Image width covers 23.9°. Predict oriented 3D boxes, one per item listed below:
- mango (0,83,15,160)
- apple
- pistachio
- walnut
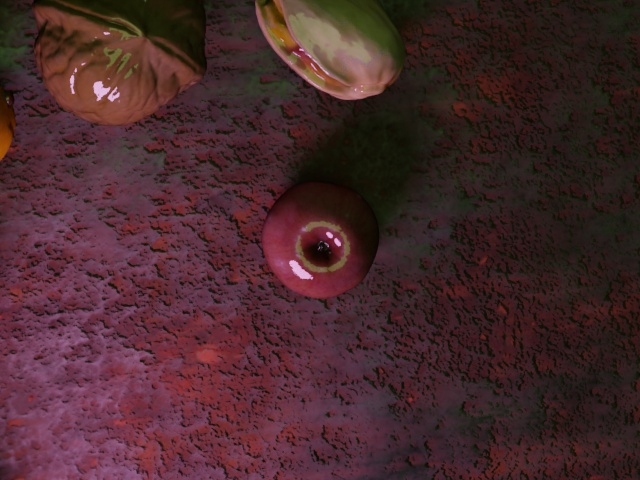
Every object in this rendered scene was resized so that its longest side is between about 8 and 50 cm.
[{"bbox_3d":[-0.539,-0.124,1.803,0.359,0.144,0.187,-8,106,-3],"label":"mango"},{"bbox_3d":[0.000,0.000,1.930,0.153,0.120,0.153,-2,104,-8],"label":"apple"},{"bbox_3d":[0.014,-0.258,1.880,0.200,0.117,0.145,36,57,-8],"label":"pistachio"},{"bbox_3d":[-0.233,-0.242,1.784,0.228,0.228,0.228,-2,103,-9],"label":"walnut"}]
